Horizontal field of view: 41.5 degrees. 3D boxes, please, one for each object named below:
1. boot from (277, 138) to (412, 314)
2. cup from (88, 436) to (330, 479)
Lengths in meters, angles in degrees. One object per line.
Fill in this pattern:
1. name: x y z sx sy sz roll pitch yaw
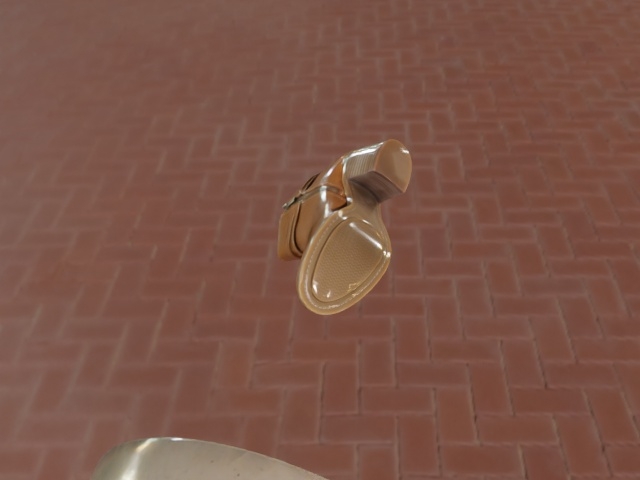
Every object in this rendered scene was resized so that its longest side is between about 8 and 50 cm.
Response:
1. boot: 0.000 0.000 0.791 0.152 0.073 0.197 -21 31 50
2. cup: -0.065 0.324 0.551 0.331 0.331 0.237 11 47 21
